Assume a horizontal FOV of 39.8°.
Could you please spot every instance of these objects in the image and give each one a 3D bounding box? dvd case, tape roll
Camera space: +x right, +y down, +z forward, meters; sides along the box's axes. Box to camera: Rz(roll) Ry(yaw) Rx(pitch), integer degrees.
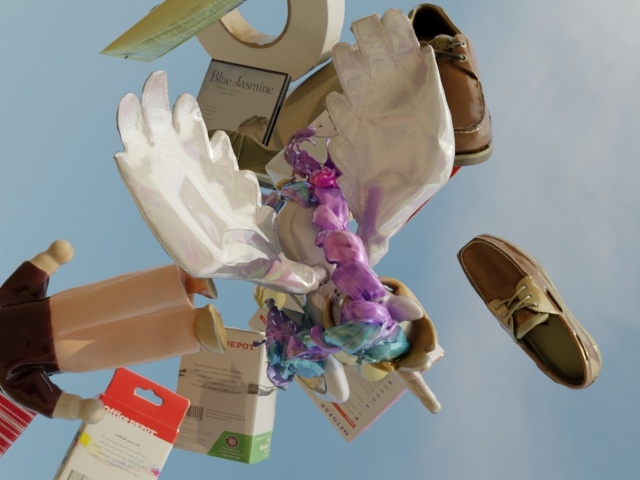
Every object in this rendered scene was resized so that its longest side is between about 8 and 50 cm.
[{"bbox_3d":[-0.178,-0.232,1.756,0.180,0.022,0.253,14,-103,19],"label":"dvd case"},{"bbox_3d":[-0.130,-0.515,1.862,0.391,0.392,0.072,-11,-159,41],"label":"tape roll"}]

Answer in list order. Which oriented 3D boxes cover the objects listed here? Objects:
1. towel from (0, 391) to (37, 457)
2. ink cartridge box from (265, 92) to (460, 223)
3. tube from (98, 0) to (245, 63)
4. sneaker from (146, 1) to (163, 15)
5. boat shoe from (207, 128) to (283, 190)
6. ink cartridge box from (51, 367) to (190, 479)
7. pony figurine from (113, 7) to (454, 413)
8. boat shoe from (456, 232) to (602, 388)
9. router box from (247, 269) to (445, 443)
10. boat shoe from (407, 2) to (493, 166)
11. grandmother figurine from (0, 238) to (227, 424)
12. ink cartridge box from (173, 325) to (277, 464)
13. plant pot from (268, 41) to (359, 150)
[{"bbox_3d":[-0.663,0.333,1.637,0.275,0.199,0.031,-52,-173,-16],"label":"towel"},{"bbox_3d":[0.066,-0.114,1.142,0.189,0.066,0.232,-45,-145,-20],"label":"ink cartridge box"},{"bbox_3d":[-0.177,-0.288,1.131,0.240,0.070,0.062,-25,-144,35],"label":"tube"},{"bbox_3d":[-0.336,-0.439,1.801,0.166,0.065,0.076,-41,-150,-15],"label":"sneaker"},{"bbox_3d":[-0.111,-0.127,1.537,0.223,0.073,0.080,17,-125,7],"label":"boat shoe"},{"bbox_3d":[-0.308,0.322,1.336,0.231,0.134,0.078,-65,-165,-20],"label":"ink cartridge box"},{"bbox_3d":[0.000,0.000,0.846,0.302,0.363,0.351,-23,-96,-10],"label":"pony figurine"},{"bbox_3d":[0.365,0.123,1.527,0.122,0.120,0.324,-45,-99,17],"label":"boat shoe"},{"bbox_3d":[0.039,0.192,1.770,0.335,0.082,0.301,49,-47,13],"label":"router box"},{"bbox_3d":[0.134,-0.194,1.054,0.307,0.110,0.105,-102,-172,-57],"label":"boat shoe"},{"bbox_3d":[-0.281,0.095,0.942,0.342,0.104,0.208,-15,-122,0],"label":"grandmother figurine"},{"bbox_3d":[-0.160,0.258,1.525,0.160,0.092,0.220,7,-93,22],"label":"ink cartridge box"},{"bbox_3d":[0.064,-0.265,1.916,0.305,0.333,0.334,-37,-132,45],"label":"plant pot"}]
